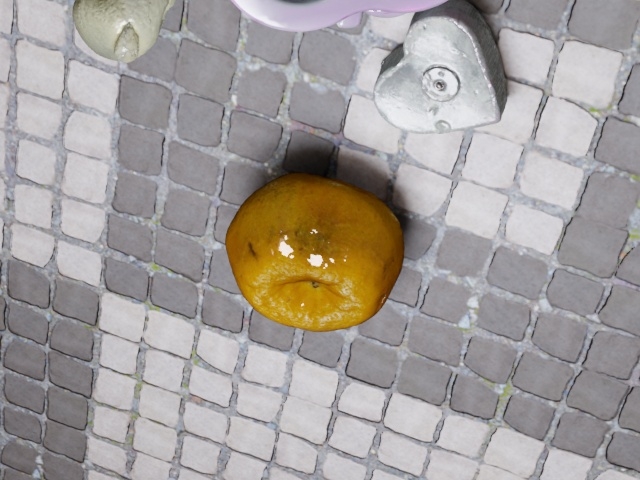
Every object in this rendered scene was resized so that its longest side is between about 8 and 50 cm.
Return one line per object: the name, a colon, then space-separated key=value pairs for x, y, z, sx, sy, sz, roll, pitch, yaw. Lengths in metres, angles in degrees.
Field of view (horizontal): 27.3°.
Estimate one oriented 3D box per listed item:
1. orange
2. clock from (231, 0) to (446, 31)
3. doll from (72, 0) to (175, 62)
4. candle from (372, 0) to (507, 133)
orange: x=0.000 y=0.000 z=1.836 sx=0.249 sy=0.183 sz=0.249 roll=3 pitch=139 yaw=3
clock: x=0.029 y=-0.387 z=1.532 sx=0.338 sy=0.102 sz=0.338 roll=-3 pitch=121 yaw=-5
doll: x=-0.280 y=-0.378 z=1.731 sx=0.149 sy=0.175 sz=0.278 roll=-23 pitch=108 yaw=-10
candle: x=0.165 y=-0.210 z=1.698 sx=0.168 sy=0.068 sz=0.192 roll=29 pitch=132 yaw=-2
